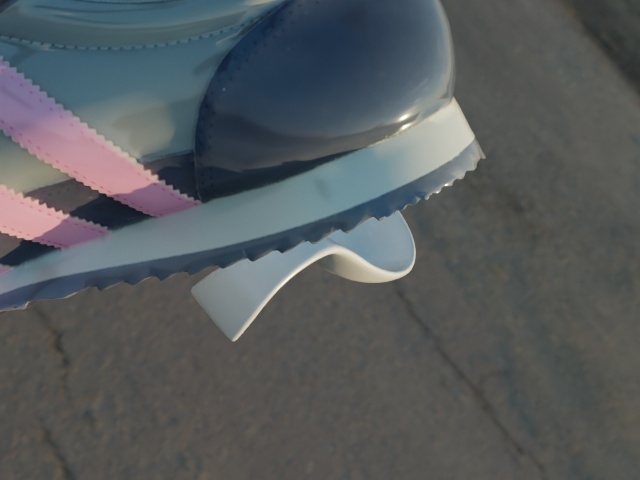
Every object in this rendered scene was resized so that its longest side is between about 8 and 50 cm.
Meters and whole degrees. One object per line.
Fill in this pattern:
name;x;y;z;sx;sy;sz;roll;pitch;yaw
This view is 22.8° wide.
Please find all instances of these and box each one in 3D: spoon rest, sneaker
spoon rest;0.000;0.000;1.365;0.137;0.084;0.276;50;34;4
sneaker;-0.115;-0.043;0.525;0.112;0.319;0.131;-99;174;-77
